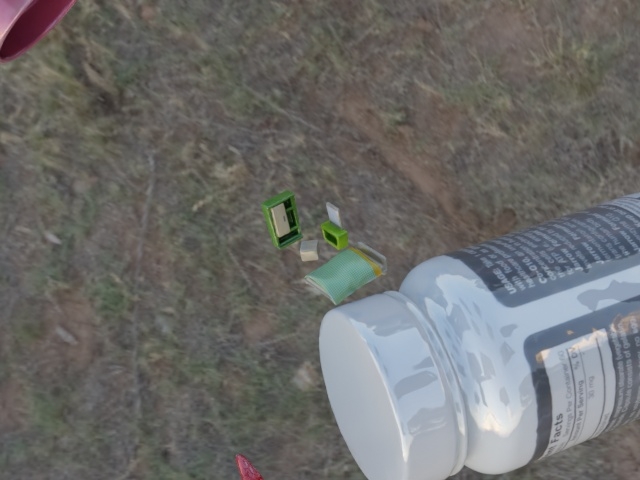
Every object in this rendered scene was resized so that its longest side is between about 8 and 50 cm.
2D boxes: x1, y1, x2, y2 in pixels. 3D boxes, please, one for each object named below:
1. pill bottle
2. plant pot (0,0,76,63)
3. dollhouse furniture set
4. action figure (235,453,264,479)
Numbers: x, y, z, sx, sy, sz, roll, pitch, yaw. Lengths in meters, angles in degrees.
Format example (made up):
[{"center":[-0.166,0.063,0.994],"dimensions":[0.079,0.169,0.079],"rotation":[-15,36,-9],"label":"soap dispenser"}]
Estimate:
[{"center":[0.196,0.091,0.955],"dimensions":[0.361,0.204,0.204],"rotation":[-16,67,-18],"label":"pill bottle"},{"center":[-0.417,-0.363,1.348],"dimensions":[0.180,0.201,0.201],"rotation":[43,98,-6],"label":"plant pot"},{"center":[0.000,0.000,1.109],"dimensions":[0.076,0.058,0.152],"rotation":[-29,36,-23],"label":"dollhouse furniture set"},{"center":[-0.213,0.321,1.165],"dimensions":[0.139,0.280,0.091],"rotation":[35,138,31],"label":"action figure"}]
